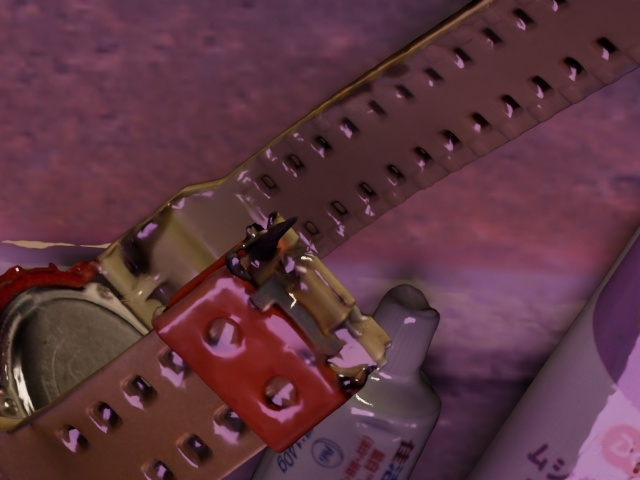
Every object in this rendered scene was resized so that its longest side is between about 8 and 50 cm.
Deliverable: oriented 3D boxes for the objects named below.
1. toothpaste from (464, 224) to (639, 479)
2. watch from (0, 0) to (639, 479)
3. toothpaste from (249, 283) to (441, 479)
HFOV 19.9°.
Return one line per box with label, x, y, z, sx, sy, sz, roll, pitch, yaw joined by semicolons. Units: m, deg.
toothpaste;0.109;0.070;0.612;0.114;0.073;0.299;35;106;-6
watch;-0.007;0.006;0.536;0.102;0.165;0.268;48;133;-11
toothpaste;-0.017;0.129;0.663;0.069;0.047;0.268;15;117;-18
